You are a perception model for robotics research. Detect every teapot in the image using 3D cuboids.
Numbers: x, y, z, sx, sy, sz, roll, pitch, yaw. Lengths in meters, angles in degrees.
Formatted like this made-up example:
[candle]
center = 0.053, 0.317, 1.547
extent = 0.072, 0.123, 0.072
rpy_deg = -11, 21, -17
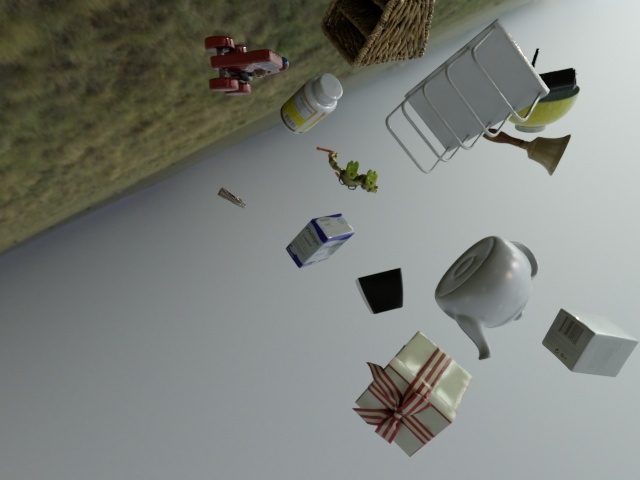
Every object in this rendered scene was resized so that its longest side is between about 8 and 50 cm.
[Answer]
[teapot]
center = 0.427, 0.122, 0.994
extent = 0.256, 0.187, 0.252
rpy_deg = -50, 178, 19

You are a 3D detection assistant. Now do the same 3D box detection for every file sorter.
[file sorter]
center = 0.315, -0.304, 0.914
extent = 0.173, 0.192, 0.278
rpy_deg = -48, -169, -33

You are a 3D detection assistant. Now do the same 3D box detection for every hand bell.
[hand bell]
center = 0.593, -0.290, 1.197
extent = 0.242, 0.126, 0.126
rpy_deg = 24, -138, 21

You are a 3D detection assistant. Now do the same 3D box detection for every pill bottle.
[pill bottle]
center = -0.029, -0.431, 1.261
extent = 0.117, 0.117, 0.215
rpy_deg = -40, -168, -37

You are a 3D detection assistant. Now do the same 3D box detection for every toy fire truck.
[toy fire truck]
center = -0.252, -0.621, 1.426
extent = 0.254, 0.169, 0.302
rpy_deg = 0, -166, 11

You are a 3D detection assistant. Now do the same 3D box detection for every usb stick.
[usb stick]
center = 0.744, -0.545, 1.412
extent = 0.278, 0.077, 0.045
rpy_deg = -3, 173, 26

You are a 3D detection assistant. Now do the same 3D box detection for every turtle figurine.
[turtle figurine]
center = 0.097, -0.225, 1.352
extent = 0.087, 0.270, 0.217
rpy_deg = -52, -167, 0

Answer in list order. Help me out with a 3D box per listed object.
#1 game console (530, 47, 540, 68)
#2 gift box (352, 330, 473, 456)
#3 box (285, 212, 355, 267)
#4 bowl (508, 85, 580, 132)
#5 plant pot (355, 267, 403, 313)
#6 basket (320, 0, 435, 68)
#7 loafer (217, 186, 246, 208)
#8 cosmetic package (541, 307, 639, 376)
[game console]
center = 0.544, -0.449, 1.101
extent = 0.071, 0.122, 0.107
rpy_deg = 16, -108, 21
[gift box]
center = 0.263, 0.465, 1.236
extent = 0.276, 0.255, 0.258
rpy_deg = 36, -146, 20
[box]
center = 0.000, 0.000, 1.079
extent = 0.126, 0.072, 0.137
rpy_deg = -15, 155, -50
[bowl]
center = 0.837, -0.518, 1.573
extent = 0.290, 0.155, 0.289
rpy_deg = -6, -144, 4
[plant pot]
center = 0.267, 0.226, 1.739
extent = 0.188, 0.166, 0.188
rpy_deg = -14, 169, -2
[basket]
center = 0.141, -0.642, 1.095
extent = 0.223, 0.213, 0.299
rpy_deg = -13, -128, -10
[loafer]
center = -0.353, -0.172, 1.619
extent = 0.039, 0.125, 0.045
rpy_deg = -62, -171, 4
[cosmetic package]
center = 0.878, 0.334, 1.313
extent = 0.184, 0.151, 0.151
rpy_deg = 11, -159, -13
